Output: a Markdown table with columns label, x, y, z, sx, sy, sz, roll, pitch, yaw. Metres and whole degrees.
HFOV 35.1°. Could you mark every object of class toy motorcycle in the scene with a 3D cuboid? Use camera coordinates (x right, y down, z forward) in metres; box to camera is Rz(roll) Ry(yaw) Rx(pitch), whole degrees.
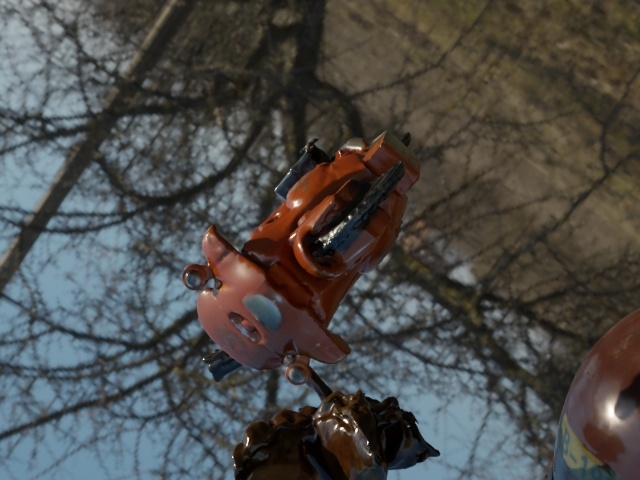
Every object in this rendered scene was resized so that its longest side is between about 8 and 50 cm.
| label | x | y | z | sx | sy | sz | roll | pitch | yaw |
| --- | --- | --- | --- | --- | --- | --- | --- | --- | --- |
| toy motorcycle | 0.000 | 0.000 | 0.867 | 0.148 | 0.221 | 0.326 | 43 | -167 | -3 |

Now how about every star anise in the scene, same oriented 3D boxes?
| label | x | y | z | sx | sy | sz | roll | pitch | yaw |
| --- | --- | --- | --- | --- | --- | --- | --- | --- | --- |
| star anise | -0.024 | 0.193 | 1.062 | 0.237 | 0.148 | 0.346 | -20 | -153 | -26 |

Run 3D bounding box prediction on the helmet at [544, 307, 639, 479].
| label | x | y | z | sx | sy | sz | roll | pitch | yaw |
| --- | --- | --- | --- | --- | --- | --- | --- | --- | --- |
| helmet | 0.382 | 0.175 | 0.940 | 0.385 | 0.337 | 0.230 | -115 | 15 | -66 |
